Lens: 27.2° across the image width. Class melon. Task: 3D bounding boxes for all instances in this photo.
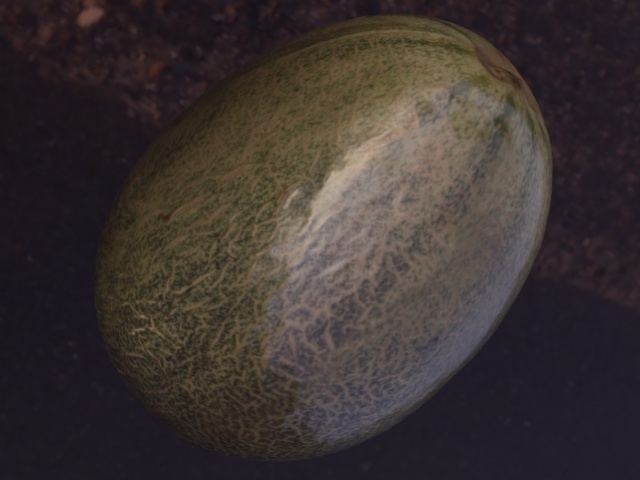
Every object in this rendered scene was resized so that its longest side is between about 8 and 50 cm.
[{"bbox_3d":[0.000,0.000,0.843,0.329,0.248,0.249,-44,154,25],"label":"melon"}]
